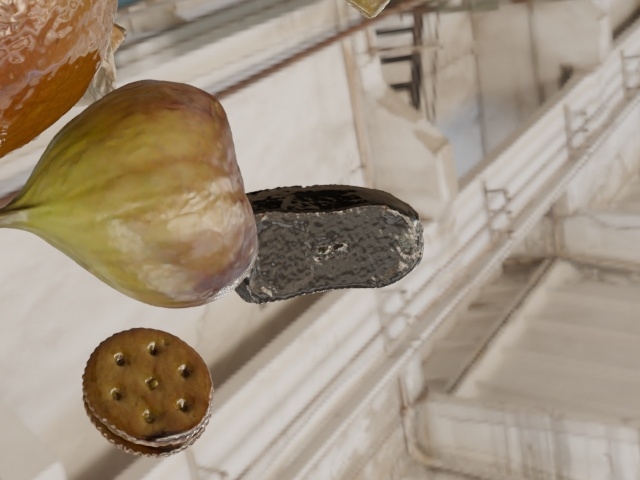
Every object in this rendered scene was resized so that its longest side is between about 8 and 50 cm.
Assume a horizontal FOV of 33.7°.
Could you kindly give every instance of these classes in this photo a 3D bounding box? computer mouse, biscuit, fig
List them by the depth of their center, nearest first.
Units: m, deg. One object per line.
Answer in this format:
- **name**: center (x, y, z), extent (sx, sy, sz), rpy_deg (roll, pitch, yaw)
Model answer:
- **fig**: center (-0.144, -0.029, 0.705), extent (0.143, 0.160, 0.231), rpy_deg (-15, 171, 42)
- **computer mouse**: center (0.000, 0.000, 1.128), extent (0.217, 0.122, 0.073), rpy_deg (-5, -164, -9)
- **biscuit**: center (-0.273, 0.241, 1.692), extent (0.220, 0.066, 0.220), rpy_deg (14, -132, -16)

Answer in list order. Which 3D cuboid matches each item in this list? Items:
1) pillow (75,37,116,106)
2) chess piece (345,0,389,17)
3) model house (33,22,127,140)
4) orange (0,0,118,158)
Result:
- **pillow**: center (-0.282, -0.268, 1.158), extent (0.173, 0.270, 0.067), rpy_deg (8, -166, 33)
- **chess piece**: center (-0.009, -0.315, 1.071), extent (0.137, 0.137, 0.301), rpy_deg (-13, -144, -7)
- **model house**: center (-0.398, -0.242, 1.475), extent (0.183, 0.166, 0.172), rpy_deg (-44, -158, 34)
- **orange**: center (-0.244, -0.164, 0.617), extent (0.264, 0.264, 0.264), rpy_deg (-9, -160, 3)
